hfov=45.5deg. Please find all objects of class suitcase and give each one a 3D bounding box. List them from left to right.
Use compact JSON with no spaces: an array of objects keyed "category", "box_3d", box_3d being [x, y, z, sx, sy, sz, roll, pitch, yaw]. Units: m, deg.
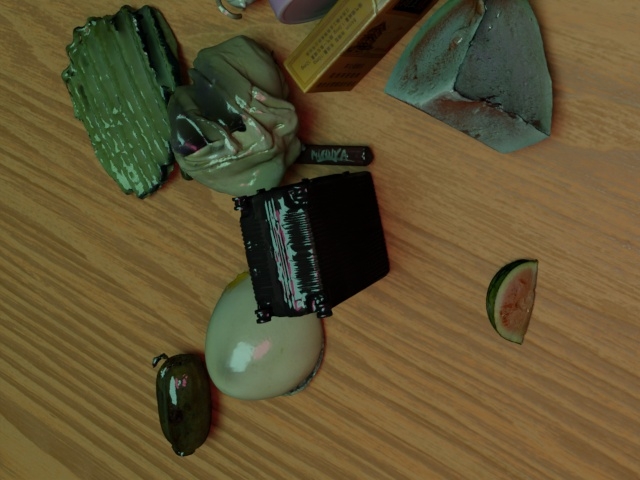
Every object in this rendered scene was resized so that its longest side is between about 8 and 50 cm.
[{"category":"suitcase","box_3d":[0.000,0.000,1.389,0.152,0.335,0.230,-8,96,27]}]

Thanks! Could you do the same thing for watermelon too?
[{"category":"watermelon","box_3d":[0.219,-0.285,1.269,0.289,0.213,0.320,-1,111,33]},{"category":"watermelon","box_3d":[0.332,0.104,1.389,0.069,0.087,0.163,-145,60,-62]}]

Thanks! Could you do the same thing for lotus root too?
[{"category":"lotus root","box_3d":[-0.316,0.378,1.783,0.124,0.123,0.241,19,116,57]}]

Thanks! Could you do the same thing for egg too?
[{"category":"egg","box_3d":[-0.137,0.213,1.612,0.264,0.174,0.286,27,110,19]}]

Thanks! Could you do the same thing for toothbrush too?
[{"category":"toothbrush","box_3d":[-0.060,-0.176,1.559,0.364,0.041,0.041,5,103,31]}]

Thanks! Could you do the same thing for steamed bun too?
[{"category":"steamed bun","box_3d":[-0.183,-0.238,1.498,0.275,0.206,0.320,-29,70,34]}]

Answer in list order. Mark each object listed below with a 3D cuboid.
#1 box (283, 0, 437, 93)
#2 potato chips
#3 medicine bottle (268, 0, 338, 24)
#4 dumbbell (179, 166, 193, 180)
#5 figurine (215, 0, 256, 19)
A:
[{"category":"box","box_3d":[0.080,-0.379,1.352,0.274,0.174,0.076,-42,80,30]},{"category":"potato chips","box_3d":[-0.436,-0.315,1.737,0.358,0.070,0.429,-26,86,35]},{"category":"medicine bottle","box_3d":[-0.044,-0.573,1.335,0.256,0.256,0.325,-26,87,32]},{"category":"dumbbell","box_3d":[-0.252,-0.157,1.672,0.118,0.046,0.052,2,107,30]},{"category":"figurine","box_3d":[-0.145,-0.501,1.503,0.153,0.132,0.132,-32,84,44]}]
